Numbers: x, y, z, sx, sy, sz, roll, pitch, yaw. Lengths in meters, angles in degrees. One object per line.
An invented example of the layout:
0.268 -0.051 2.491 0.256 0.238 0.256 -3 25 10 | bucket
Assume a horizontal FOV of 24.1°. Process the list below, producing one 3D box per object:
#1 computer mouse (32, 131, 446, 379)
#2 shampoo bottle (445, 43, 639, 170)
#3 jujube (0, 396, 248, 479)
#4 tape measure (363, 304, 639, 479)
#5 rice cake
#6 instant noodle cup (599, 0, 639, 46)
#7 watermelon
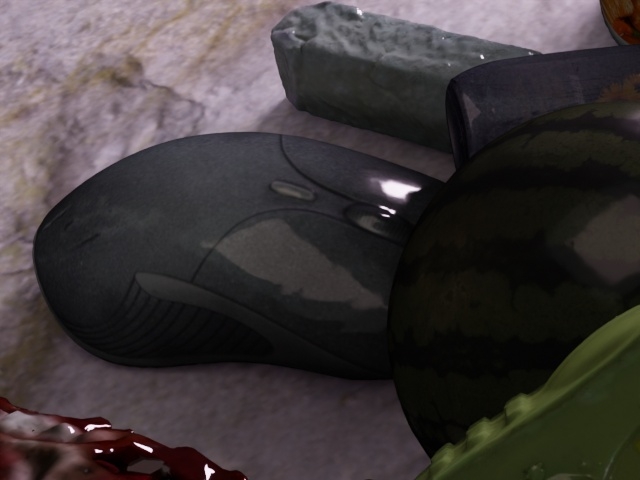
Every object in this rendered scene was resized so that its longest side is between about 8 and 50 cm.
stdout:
0.000 0.000 0.865 0.379 0.090 0.167 6 45 19 | computer mouse
0.194 -0.074 0.890 0.233 0.049 0.087 -6 76 -8 | shampoo bottle
-0.125 0.190 0.567 0.376 0.258 0.258 7 43 41 | jujube
0.142 0.094 0.539 0.200 0.106 0.175 -40 85 3 | tape measure
0.058 -0.104 0.978 0.206 0.069 0.063 16 49 32 | rice cake
0.291 -0.244 0.958 0.296 0.214 0.296 -8 41 7 | instant noodle cup
0.138 0.039 0.686 0.212 0.212 0.212 -8 41 7 | watermelon
